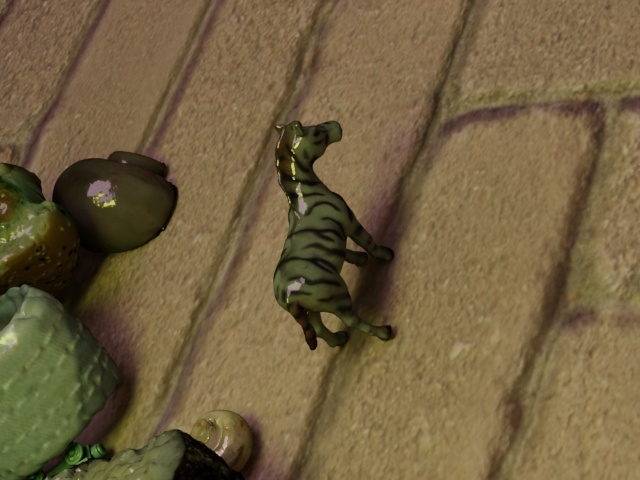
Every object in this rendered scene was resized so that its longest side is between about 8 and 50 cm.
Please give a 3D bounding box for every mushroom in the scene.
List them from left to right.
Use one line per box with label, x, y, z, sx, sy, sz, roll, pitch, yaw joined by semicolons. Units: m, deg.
mushroom;-0.288;-0.059;2.074;0.188;0.117;0.141;3;73;38
mushroom;-0.116;0.226;1.720;0.083;0.067;0.084;-30;38;27

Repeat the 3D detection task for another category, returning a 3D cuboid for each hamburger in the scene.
hamburger;-0.411;0.000;2.016;0.192;0.288;0.168;-28;74;-3

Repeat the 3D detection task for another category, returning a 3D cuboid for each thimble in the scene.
thimble;-0.381;0.176;1.882;0.250;0.172;0.205;-31;23;30

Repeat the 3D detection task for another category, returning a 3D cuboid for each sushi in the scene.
sushi;-0.216;0.335;1.639;0.350;0.171;0.211;-27;24;27

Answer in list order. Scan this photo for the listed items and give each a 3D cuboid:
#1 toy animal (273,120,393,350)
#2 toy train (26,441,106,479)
toy animal;0.011;0.001;1.714;0.089;0.170;0.255;-22;64;36
toy train;-0.302;0.293;1.849;0.122;0.050;0.081;-36;53;17
